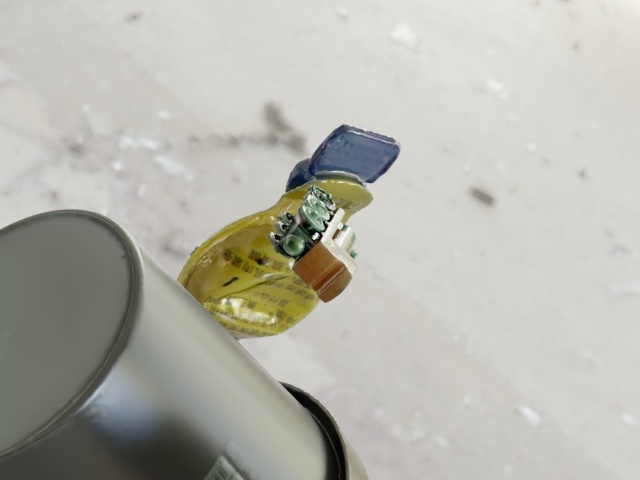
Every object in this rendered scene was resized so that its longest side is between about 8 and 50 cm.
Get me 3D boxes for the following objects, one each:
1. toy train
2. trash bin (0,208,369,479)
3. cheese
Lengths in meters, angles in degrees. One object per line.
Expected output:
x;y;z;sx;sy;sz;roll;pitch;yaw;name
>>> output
0.000;0.000;1.247;0.064;0.044;0.103;44;17;-6;toy train
-0.099;0.149;1.058;0.334;0.214;0.214;50;15;-41;trash bin
-0.026;0.002;1.415;0.156;0.250;0.064;15;37;-42;cheese
